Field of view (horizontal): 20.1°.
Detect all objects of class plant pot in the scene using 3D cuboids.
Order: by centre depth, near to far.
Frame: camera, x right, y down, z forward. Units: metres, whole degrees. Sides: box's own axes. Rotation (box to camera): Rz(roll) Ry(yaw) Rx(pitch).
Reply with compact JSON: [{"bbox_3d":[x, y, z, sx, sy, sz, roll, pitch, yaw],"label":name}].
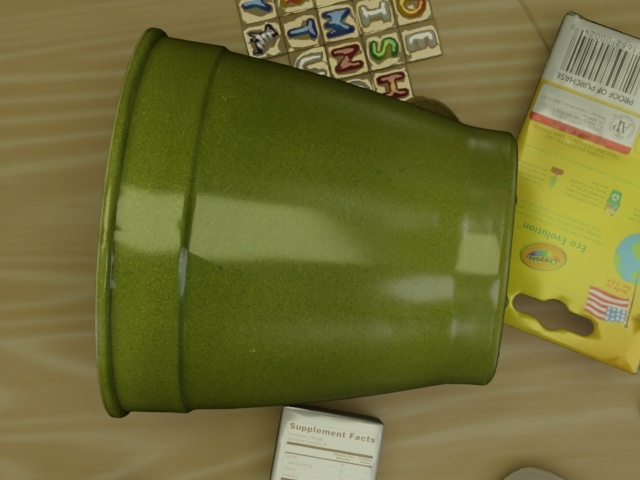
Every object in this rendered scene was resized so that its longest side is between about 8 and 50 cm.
[{"bbox_3d":[0.000,0.000,1.680,0.353,0.366,0.366,5,87,4],"label":"plant pot"}]

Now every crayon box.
[{"bbox_3d":[0.283,-0.045,1.821,0.202,0.081,0.318,22,87,11],"label":"crayon box"}]

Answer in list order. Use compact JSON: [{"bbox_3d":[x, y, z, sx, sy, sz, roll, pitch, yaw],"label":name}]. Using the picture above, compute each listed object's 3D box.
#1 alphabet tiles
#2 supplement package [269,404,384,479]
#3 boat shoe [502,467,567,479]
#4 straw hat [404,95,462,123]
[{"bbox_3d":[0.014,-0.247,1.883,0.198,0.009,0.237,-13,87,-1],"label":"alphabet tiles"},{"bbox_3d":[-0.001,0.259,1.809,0.105,0.105,0.179,10,87,1],"label":"supplement package"},{"bbox_3d":[0.303,0.379,1.805,0.127,0.158,0.340,-41,60,7],"label":"boat shoe"},{"bbox_3d":[0.130,-0.079,1.844,0.061,0.144,0.144,-12,86,-38],"label":"straw hat"}]
